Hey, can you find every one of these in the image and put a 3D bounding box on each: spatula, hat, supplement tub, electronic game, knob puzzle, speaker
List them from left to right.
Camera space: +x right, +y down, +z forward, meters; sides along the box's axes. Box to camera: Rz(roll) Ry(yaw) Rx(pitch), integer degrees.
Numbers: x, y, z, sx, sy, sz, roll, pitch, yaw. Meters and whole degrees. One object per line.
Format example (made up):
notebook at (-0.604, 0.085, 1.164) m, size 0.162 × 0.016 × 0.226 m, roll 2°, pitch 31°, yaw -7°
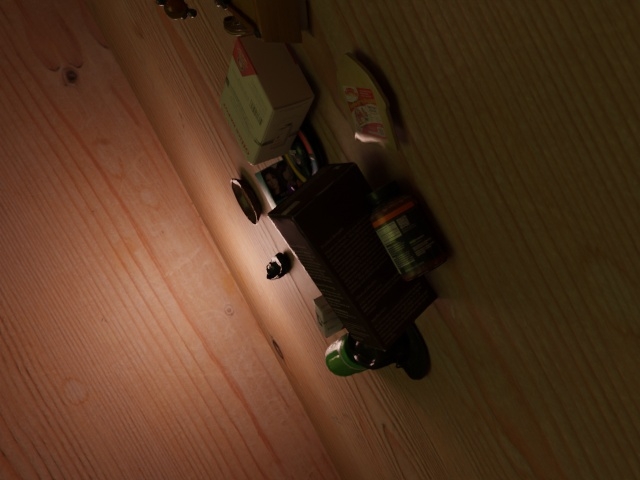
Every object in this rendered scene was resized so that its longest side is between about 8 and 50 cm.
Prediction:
spatula at (-0.096, -0.203, 1.959) m, size 0.084 × 0.030 × 0.297 m, roll 95°, pitch 156°, yaw -69°
electronic game at (-0.056, -0.239, 1.826) m, size 0.229 × 0.048 × 0.229 m, roll 53°, pitch 161°, yaw 26°
speaker at (0.096, 0.365, 2.216) m, size 0.131 × 0.131 × 0.296 m, roll 58°, pitch 163°, yaw 8°
knob puzzle at (0.091, -0.281, 1.367) m, size 0.213 × 0.030 × 0.213 m, roll 53°, pitch 162°, yaw 26°
hat at (0.154, 0.280, 1.903) m, size 0.331 × 0.133 × 0.331 m, roll 51°, pitch 161°, yaw 26°
supplement tub at (0.172, -0.022, 1.420) m, size 0.198 × 0.106 × 0.106 m, roll 61°, pitch 163°, yaw 2°

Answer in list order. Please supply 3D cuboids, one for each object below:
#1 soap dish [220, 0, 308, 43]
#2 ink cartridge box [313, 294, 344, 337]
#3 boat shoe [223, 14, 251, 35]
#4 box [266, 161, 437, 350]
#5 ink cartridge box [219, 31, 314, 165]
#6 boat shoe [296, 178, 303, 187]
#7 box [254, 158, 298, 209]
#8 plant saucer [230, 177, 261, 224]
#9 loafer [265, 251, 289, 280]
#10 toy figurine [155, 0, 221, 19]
soap dish at (-0.137, -0.568, 1.416) m, size 0.229 × 0.118 × 0.291 m, roll 49°, pitch 160°, yaw 35°
ink cartridge box at (0.043, 0.223, 2.166) m, size 0.063 × 0.109 × 0.151 m, roll 53°, pitch 161°, yaw 36°
boat shoe at (-0.186, -0.541, 1.705) m, size 0.178 × 0.064 × 0.060 m, roll 31°, pitch 141°, yaw 47°
box at (0.074, 0.037, 1.520) m, size 0.143 × 0.191 × 0.382 m, roll 9°, pitch 136°, yaw 59°
ink cartridge box at (-0.140, -0.346, 1.695) m, size 0.207 × 0.117 × 0.283 m, roll 63°, pitch 156°, yaw 12°
boat shoe at (-0.035, -0.118, 1.965) m, size 0.137 × 0.043 × 0.049 m, roll 59°, pitch 165°, yaw 10°
box at (-0.091, -0.112, 2.038) m, size 0.244 × 0.100 × 0.060 m, roll 63°, pitch 162°, yaw -7°
plant saucer at (-0.276, -0.153, 2.614) m, size 0.199 × 0.036 × 0.199 m, roll 53°, pitch 161°, yaw 27°
loafer at (-0.168, 0.106, 2.642) m, size 0.076 × 0.078 × 0.223 m, roll 57°, pitch 163°, yaw 11°
toy figurine at (-0.317, -0.646, 1.646) m, size 0.148 × 0.212 × 0.210 m, roll -128°, pitch 14°, yaw -74°
